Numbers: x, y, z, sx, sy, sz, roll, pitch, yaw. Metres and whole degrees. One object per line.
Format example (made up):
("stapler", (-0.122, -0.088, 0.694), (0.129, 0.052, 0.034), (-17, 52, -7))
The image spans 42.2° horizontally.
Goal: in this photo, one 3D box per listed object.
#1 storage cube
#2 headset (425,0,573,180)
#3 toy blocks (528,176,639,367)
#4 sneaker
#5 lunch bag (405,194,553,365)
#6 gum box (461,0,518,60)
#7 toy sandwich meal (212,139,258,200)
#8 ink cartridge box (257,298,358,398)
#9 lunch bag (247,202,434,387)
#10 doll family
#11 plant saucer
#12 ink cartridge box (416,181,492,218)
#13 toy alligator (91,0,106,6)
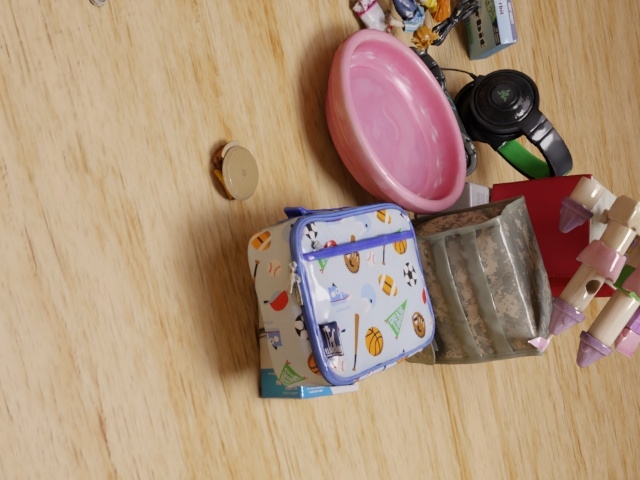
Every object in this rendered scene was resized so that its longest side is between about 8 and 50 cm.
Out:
("storage cube", (0.439, -0.004, 1.539), (0.183, 0.193, 0.215), (23, 69, -48))
("headset", (0.362, -0.282, 1.643), (0.185, 0.243, 0.394), (-45, 96, -3))
("toy blocks", (0.477, 0.092, 1.297), (0.288, 0.309, 0.260), (27, 99, -29))
("sneaker", (0.212, -0.242, 1.589), (0.106, 0.101, 0.268), (-75, 140, -75))
("lunch bag", (0.214, 0.075, 1.366), (0.169, 0.286, 0.235), (-31, 105, -55))
("gum box", (0.346, -0.469, 1.724), (0.041, 0.184, 0.157), (-10, 94, -9))
("toy sandwich meal", (-0.120, -0.096, 1.169), (0.085, 0.029, 0.086), (6, 82, -56))
("ink cartridge box", (-0.019, 0.132, 1.220), (0.139, 0.082, 0.191), (4, 82, -52))
("lunch bag", (0.034, 0.064, 1.144), (0.303, 0.114, 0.243), (-10, 89, -53))
("doll family", (0.166, -0.439, 1.514), (0.163, 0.118, 0.263), (59, 45, -23))
("plant saucer", (0.120, -0.192, 1.405), (0.332, 0.084, 0.332), (27, 51, -39))
("ink cartridge box", (0.314, 0.011, 1.634), (0.289, 0.121, 0.211), (8, 79, -51))
("toy alligator", (-0.279, -0.378, 0.987), (0.056, 0.051, 0.190), (-34, 111, -49))
